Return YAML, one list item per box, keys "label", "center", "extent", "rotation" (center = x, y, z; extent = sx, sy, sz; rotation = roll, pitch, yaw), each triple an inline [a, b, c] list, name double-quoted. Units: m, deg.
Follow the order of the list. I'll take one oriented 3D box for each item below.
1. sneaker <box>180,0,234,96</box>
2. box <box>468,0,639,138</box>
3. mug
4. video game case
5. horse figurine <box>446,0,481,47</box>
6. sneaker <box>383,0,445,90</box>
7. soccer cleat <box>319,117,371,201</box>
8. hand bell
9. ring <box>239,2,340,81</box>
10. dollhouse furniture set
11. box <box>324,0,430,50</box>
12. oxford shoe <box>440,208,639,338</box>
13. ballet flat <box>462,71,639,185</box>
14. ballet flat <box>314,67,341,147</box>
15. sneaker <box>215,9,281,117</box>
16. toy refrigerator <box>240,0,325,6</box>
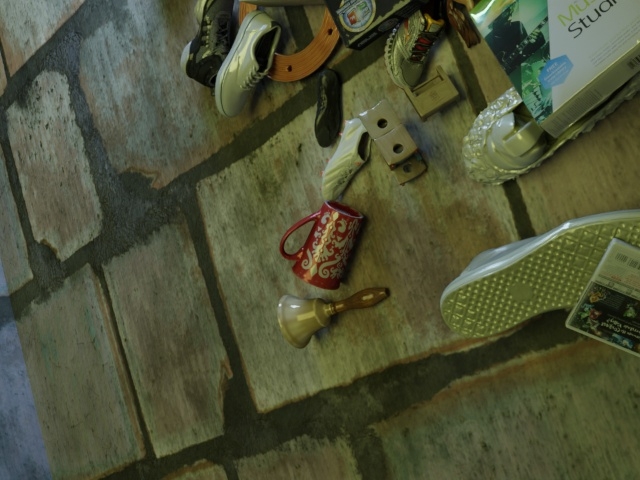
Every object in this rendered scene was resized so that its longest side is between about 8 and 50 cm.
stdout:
- label: "sneaker"
  center: [-0.240, -0.482, 1.948]
  extent: [0.153, 0.101, 0.269]
  rotation: [47, 127, 28]
- label: "box"
  center: [0.392, -0.349, 1.301]
  extent: [0.232, 0.058, 0.322]
  rotation: [-41, 43, 25]
- label: "mug"
  center: [0.007, 0.005, 1.730]
  extent: [0.113, 0.150, 0.169]
  rotation: [42, 115, 48]
- label: "video game case"
  center: [0.518, 0.104, 1.290]
  extent: [0.190, 0.022, 0.173]
  rotation: [22, 119, 4]
- label: "horse figurine"
  center: [0.310, -0.491, 1.484]
  extent: [0.174, 0.066, 0.263]
  rotation: [46, 118, 22]
- label: "sneaker"
  center: [0.188, -0.403, 1.568]
  extent: [0.092, 0.088, 0.225]
  rotation: [27, 111, 53]
- label: "soccer cleat"
  center: [0.058, -0.165, 1.726]
  extent: [0.076, 0.068, 0.196]
  rotation: [33, 110, 32]
- label: "hand bell"
  center: [0.039, 0.145, 1.751]
  extent: [0.242, 0.126, 0.126]
  rotation: [-20, 79, 29]
- label: "ring"
  center: [-0.061, -0.530, 1.831]
  extent: [0.336, 0.032, 0.337]
  rotation: [4, 96, 41]
- label: "dollhouse furniture set"
  center: [0.196, -0.221, 1.587]
  extent: [0.183, 0.129, 0.129]
  rotation: [-31, 70, 7]
- label: "box"
  center: [0.121, -0.525, 1.527]
  extent: [0.270, 0.060, 0.216]
  rotation: [-29, 77, 31]
- label: "oxford shoe"
  center: [0.413, 0.045, 1.384]
  extent: [0.449, 0.130, 0.169]
  rotation: [-23, 102, 32]
- label: "ballet flat"
  center: [0.387, -0.219, 1.368]
  extent: [0.409, 0.147, 0.147]
  rotation: [-39, 68, 35]
- label: "ballet flat"
  center: [0.017, -0.290, 1.775]
  extent: [0.057, 0.049, 0.173]
  rotation: [4, 98, -4]
- label: "sneaker"
  center: [-0.167, -0.395, 1.849]
  extent: [0.091, 0.094, 0.258]
  rotation: [39, 117, 38]
- label: "toy refrigerator"
  center: [-0.056, -0.567, 1.741]
  extent: [0.269, 0.094, 0.102]
  rotation: [12, 101, 40]
